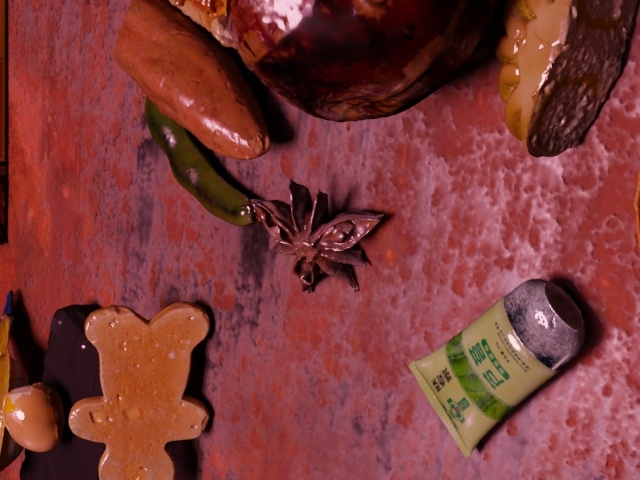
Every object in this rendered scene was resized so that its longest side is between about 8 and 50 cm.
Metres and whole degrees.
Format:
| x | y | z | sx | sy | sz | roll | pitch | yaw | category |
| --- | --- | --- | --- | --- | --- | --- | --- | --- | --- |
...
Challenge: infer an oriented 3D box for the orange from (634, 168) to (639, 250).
| x | y | z | sx | sy | sz | roll | pitch | yaw | category |
| --- | --- | --- | --- | --- | --- | --- | --- | --- | --- |
| 0.298 | 0.042 | 0.505 | 0.274 | 0.274 | 0.310 | -38 | 26 | 41 | orange |

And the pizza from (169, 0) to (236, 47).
| x | y | z | sx | sy | sz | roll | pitch | yaw | category |
| --- | --- | --- | --- | --- | --- | --- | --- | --- | --- |
| -0.164 | -0.283 | 0.959 | 0.074 | 0.182 | 0.365 | -52 | 56 | 9 | pizza |

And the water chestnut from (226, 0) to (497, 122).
| x | y | z | sx | sy | sz | roll | pitch | yaw | category |
| --- | --- | --- | --- | --- | --- | --- | --- | --- | --- |
| 0.024 | -0.201 | 0.746 | 0.238 | 0.224 | 0.223 | 46 | 133 | -9 | water chestnut |

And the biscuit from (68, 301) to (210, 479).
| x | y | z | sx | sy | sz | roll | pitch | yaw | category |
| --- | --- | --- | --- | --- | --- | --- | --- | --- | --- |
| -0.199 | 0.183 | 1.101 | 0.030 | 0.153 | 0.234 | -133 | 44 | -76 | biscuit |

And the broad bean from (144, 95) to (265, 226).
| x | y | z | sx | sy | sz | roll | pitch | yaw | category |
| --- | --- | --- | --- | --- | --- | --- | --- | --- | --- |
| -0.124 | -0.079 | 1.049 | 0.227 | 0.039 | 0.069 | 43 | 131 | 30 | broad bean |

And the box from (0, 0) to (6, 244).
| x | y | z | sx | sy | sz | roll | pitch | yaw | category |
| --- | --- | --- | --- | --- | --- | --- | --- | --- | --- |
| -0.550 | -0.181 | 1.295 | 0.115 | 0.264 | 0.416 | 17 | 109 | 40 | box |

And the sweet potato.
| x | y | z | sx | sy | sz | roll | pitch | yaw | category |
| --- | --- | --- | --- | --- | --- | --- | --- | --- | --- |
| -0.132 | -0.159 | 1.005 | 0.252 | 0.097 | 0.097 | 49 | 127 | 29 | sweet potato |

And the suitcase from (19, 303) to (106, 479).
| x | y | z | sx | sy | sz | roll | pitch | yaw | category |
| --- | --- | --- | --- | --- | --- | --- | --- | --- | --- |
| -0.286 | 0.244 | 1.243 | 0.206 | 0.066 | 0.286 | 37 | 121 | 35 | suitcase |

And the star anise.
| x | y | z | sx | sy | sz | roll | pitch | yaw | category |
| --- | --- | --- | --- | --- | --- | --- | --- | --- | --- |
| 0.006 | -0.006 | 0.923 | 0.129 | 0.056 | 0.124 | -18 | 109 | 41 | star anise |

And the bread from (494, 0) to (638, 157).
| x | y | z | sx | sy | sz | roll | pitch | yaw | category |
| --- | --- | --- | --- | --- | --- | --- | --- | --- | --- |
| 0.170 | -0.150 | 0.725 | 0.094 | 0.083 | 0.157 | 56 | 132 | 38 | bread |

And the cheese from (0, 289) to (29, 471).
| x | y | z | sx | sy | sz | roll | pitch | yaw | category |
| --- | --- | --- | --- | --- | --- | --- | --- | --- | --- |
| -0.427 | 0.196 | 1.328 | 0.177 | 0.069 | 0.270 | 123 | 146 | -47 | cheese |

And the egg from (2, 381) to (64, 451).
| x | y | z | sx | sy | sz | roll | pitch | yaw | category |
| --- | --- | --- | --- | --- | --- | --- | --- | --- | --- |
| -0.344 | 0.214 | 1.199 | 0.071 | 0.071 | 0.083 | -23 | 81 | 44 | egg |

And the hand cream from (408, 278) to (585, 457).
| x | y | z | sx | sy | sz | roll | pitch | yaw | category |
| --- | --- | --- | --- | --- | --- | --- | --- | --- | --- |
| 0.142 | 0.099 | 0.809 | 0.095 | 0.046 | 0.175 | 57 | 132 | 18 | hand cream |
